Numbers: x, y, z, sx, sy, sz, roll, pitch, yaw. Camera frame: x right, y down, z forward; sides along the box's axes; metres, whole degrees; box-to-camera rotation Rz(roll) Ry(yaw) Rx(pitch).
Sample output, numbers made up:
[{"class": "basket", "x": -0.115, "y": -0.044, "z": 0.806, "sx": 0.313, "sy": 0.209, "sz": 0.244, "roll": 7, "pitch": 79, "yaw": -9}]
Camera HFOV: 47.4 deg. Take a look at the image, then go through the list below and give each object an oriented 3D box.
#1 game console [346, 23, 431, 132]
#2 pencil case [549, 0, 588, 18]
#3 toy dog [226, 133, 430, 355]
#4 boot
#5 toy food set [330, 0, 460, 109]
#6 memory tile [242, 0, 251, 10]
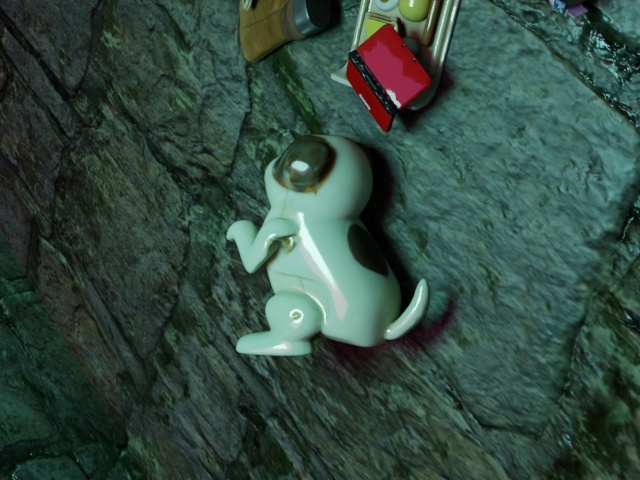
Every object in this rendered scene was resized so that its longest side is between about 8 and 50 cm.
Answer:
[{"class": "game console", "x": 0.120, "y": -0.290, "z": 1.316, "sx": 0.144, "sy": 0.085, "sz": 0.124, "roll": 58, "pitch": 169, "yaw": 14}, {"class": "pencil case", "x": 0.319, "y": -0.469, "z": 1.110, "sx": 0.284, "sy": 0.124, "sz": 0.124, "roll": 54, "pitch": 129, "yaw": 21}, {"class": "toy dog", "x": 0.000, "y": 0.000, "z": 1.396, "sx": 0.395, "sy": 0.285, "sz": 0.407, "roll": -4, "pitch": 93, "yaw": 44}, {"class": "boot", "x": -0.081, "y": -0.533, "z": 1.531, "sx": 0.280, "sy": 0.096, "sz": 0.264, "roll": -1, "pitch": 99, "yaw": 56}, {"class": "toy food set", "x": 0.129, "y": -0.415, "z": 1.319, "sx": 0.220, "sy": 0.092, "sz": 0.306, "roll": 29, "pitch": 117, "yaw": 36}, {"class": "memory tile", "x": -0.150, "y": -0.573, "z": 1.566, "sx": 0.113, "sy": 0.012, "sz": 0.148, "roll": -57, "pitch": 32, "yaw": 36}]
